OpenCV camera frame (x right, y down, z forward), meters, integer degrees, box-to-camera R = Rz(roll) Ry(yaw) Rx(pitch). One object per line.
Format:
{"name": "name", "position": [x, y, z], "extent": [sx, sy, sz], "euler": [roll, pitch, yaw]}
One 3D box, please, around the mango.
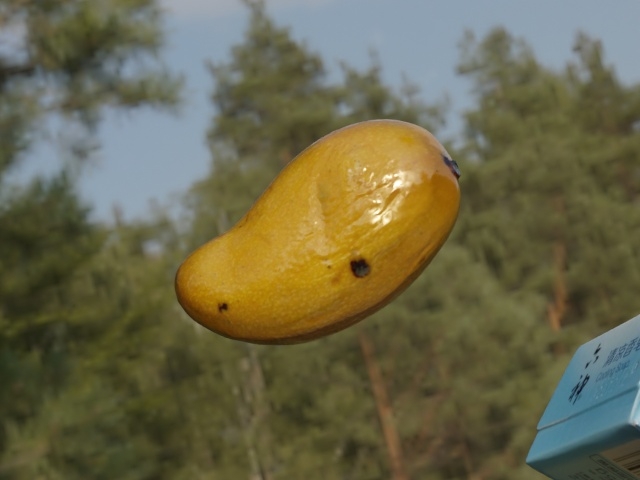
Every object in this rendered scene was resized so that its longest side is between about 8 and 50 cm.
{"name": "mango", "position": [0.003, 0.001, 1.438], "extent": [0.262, 0.157, 0.109], "euler": [-33, -27, 12]}

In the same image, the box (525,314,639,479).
{"name": "box", "position": [0.238, 0.127, 0.866], "extent": [0.232, 0.083, 0.142], "euler": [29, -21, -5]}
